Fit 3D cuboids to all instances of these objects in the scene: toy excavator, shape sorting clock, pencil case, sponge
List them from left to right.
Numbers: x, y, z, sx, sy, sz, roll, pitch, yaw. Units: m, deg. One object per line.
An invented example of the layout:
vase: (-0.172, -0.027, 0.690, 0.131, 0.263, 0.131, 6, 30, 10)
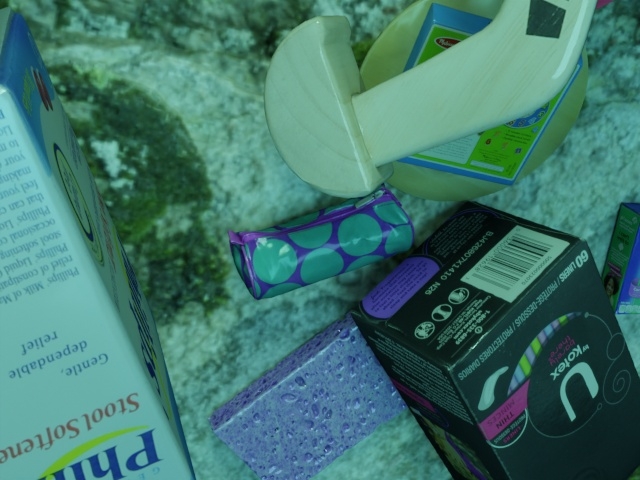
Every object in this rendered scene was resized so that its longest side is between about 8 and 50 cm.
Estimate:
pencil case: (0.000, 0.000, 0.747, 0.151, 0.064, 0.070, -20, 132, -10)
sponge: (0.010, 0.149, 0.831, 0.210, 0.031, 0.117, -37, 119, -2)
shape sorting clock: (0.127, -0.122, 0.739, 0.206, 0.040, 0.206, -6, 131, -7)
toy excavator: (0.184, -0.226, 0.543, 0.432, 0.222, 0.446, 9, 106, 15)

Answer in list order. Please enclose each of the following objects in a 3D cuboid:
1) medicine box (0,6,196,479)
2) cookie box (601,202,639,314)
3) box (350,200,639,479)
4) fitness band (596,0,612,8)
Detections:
medicine box: (-0.211, 0.024, 0.574, 0.149, 0.263, 0.289, -22, 117, -8)
cookie box: (0.339, 0.019, 0.881, 0.091, 0.040, 0.107, 1, 111, -18)
box: (0.175, 0.126, 0.787, 0.165, 0.143, 0.270, -42, 123, -15)
fitness band: (0.182, -0.323, 0.684, 0.209, 0.054, 0.291, -27, 117, -3)
